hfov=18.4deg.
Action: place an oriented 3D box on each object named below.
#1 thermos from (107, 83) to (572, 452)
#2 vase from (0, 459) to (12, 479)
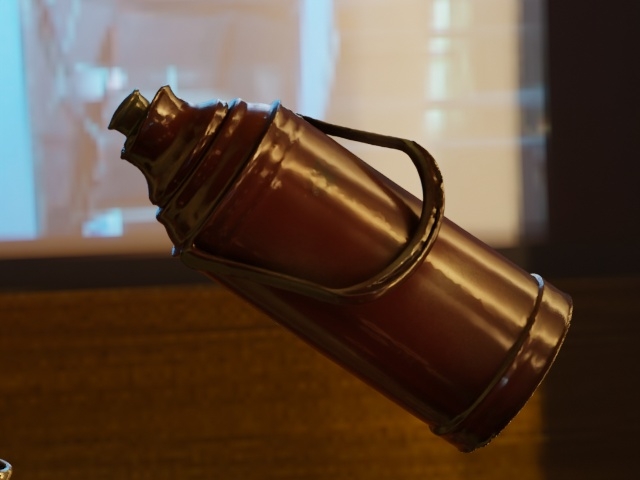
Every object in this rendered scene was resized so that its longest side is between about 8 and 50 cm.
[{"bbox_3d":[-0.002,0.003,0.947,0.124,0.232,0.099,-44,-164,56],"label":"thermos"},{"bbox_3d":[-0.294,0.241,1.721,0.053,0.053,0.100,-120,-143,-75],"label":"vase"}]
